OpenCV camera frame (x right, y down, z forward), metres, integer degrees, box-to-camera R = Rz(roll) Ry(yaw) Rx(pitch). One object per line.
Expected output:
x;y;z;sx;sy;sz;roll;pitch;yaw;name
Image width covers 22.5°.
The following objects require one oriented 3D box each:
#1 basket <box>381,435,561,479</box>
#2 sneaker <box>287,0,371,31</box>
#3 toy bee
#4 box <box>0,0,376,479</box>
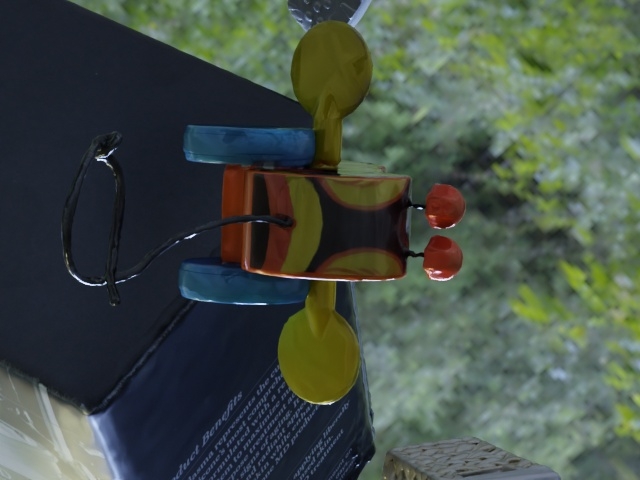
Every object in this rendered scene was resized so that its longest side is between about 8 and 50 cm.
0.106;0.246;1.266;0.113;0.103;0.167;-3;107;-37;basket
0.038;-0.275;1.324;0.095;0.090;0.235;-26;137;-55;sneaker
0.000;0.000;0.844;0.298;0.162;0.195;-61;153;-61;toy bee
-0.235;0.053;1.329;0.297;0.480;0.472;-51;153;-28;box
